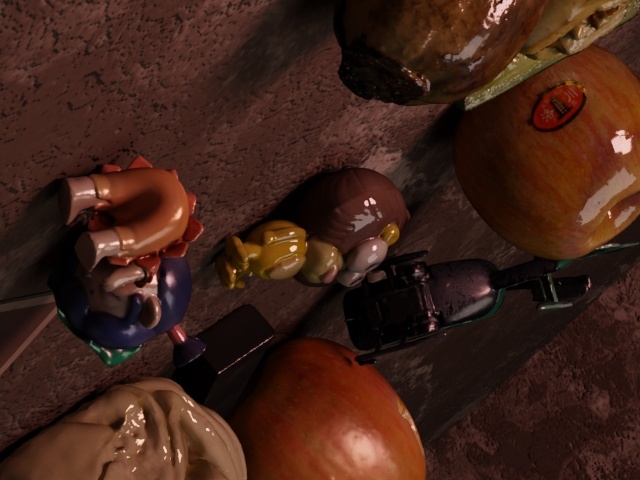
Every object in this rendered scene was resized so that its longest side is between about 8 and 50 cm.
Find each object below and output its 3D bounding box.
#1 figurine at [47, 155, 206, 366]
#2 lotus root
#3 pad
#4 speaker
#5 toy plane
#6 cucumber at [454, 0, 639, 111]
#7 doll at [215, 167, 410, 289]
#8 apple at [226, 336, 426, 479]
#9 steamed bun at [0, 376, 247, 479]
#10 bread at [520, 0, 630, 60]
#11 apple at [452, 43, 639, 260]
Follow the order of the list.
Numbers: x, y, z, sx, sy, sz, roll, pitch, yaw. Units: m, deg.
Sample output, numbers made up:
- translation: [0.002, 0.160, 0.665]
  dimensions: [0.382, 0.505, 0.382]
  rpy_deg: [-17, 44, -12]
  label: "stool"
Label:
- translation: [-0.132, 0.021, 1.360]
  dimensions: [0.102, 0.111, 0.195]
  rpy_deg: [-14, 158, -19]
  label: "figurine"
- translation: [0.100, -0.176, 1.359]
  dimensions: [0.214, 0.138, 0.138]
  rpy_deg: [-37, 166, -21]
  label: "lotus root"
- translation: [-0.307, 0.133, 1.454]
  dimensions: [0.266, 0.002, 0.176]
  rpy_deg: [-46, 166, 20]
  label: "pad"
- translation: [-0.112, 0.146, 1.962]
  dimensions: [0.082, 0.044, 0.218]
  rpy_deg: [-34, 166, -30]
  label: "speaker"
- translation: [0.153, 0.052, 2.065]
  dimensions: [0.382, 0.106, 0.155]
  rpy_deg: [-21, 170, 39]
  label: "toy plane"
- translation: [0.192, -0.197, 1.720]
  dimensions: [0.211, 0.062, 0.078]
  rpy_deg: [-29, 141, -22]
  label: "cucumber"
- translation: [-0.003, 0.005, 1.729]
  dimensions: [0.188, 0.096, 0.145]
  rpy_deg: [-29, 157, -10]
  label: "doll"
- translation: [-0.002, 0.245, 2.131]
  dimensions: [0.242, 0.241, 0.242]
  rpy_deg: [-45, -170, 11]
  label: "apple"
- translation: [-0.191, 0.275, 1.802]
  dimensions: [0.276, 0.203, 0.289]
  rpy_deg: [-45, 167, 11]
  label: "steamed bun"
- translation: [0.192, -0.211, 1.592]
  dimensions: [0.110, 0.103, 0.156]
  rpy_deg: [-26, 158, -13]
  label: "bread"
- translation: [0.236, -0.090, 1.888]
  dimensions: [0.211, 0.188, 0.211]
  rpy_deg: [-40, 164, -14]
  label: "apple"
